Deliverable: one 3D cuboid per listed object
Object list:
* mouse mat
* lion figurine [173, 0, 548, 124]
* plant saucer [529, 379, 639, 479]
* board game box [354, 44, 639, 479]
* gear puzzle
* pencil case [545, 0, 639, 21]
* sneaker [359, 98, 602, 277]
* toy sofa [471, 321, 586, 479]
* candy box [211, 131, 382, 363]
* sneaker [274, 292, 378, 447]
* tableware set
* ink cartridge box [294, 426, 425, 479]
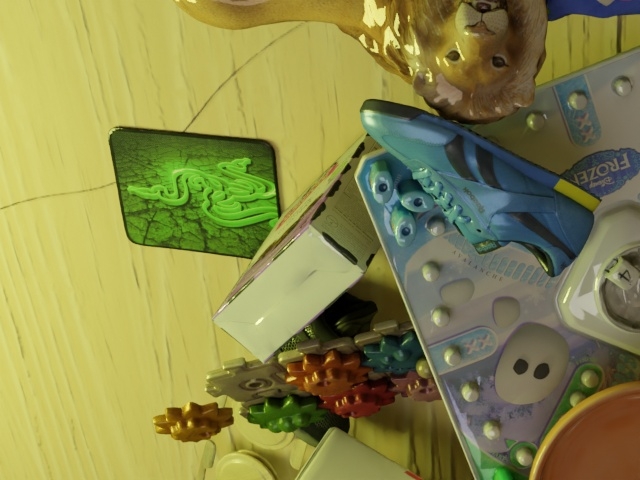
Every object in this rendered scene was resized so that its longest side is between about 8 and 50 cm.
[{"bbox_3d":[-0.133,-0.048,1.284,0.190,0.007,0.152,6,125,15],"label":"mouse mat"},{"bbox_3d":[-0.001,-0.227,0.971,0.392,0.142,0.240,9,98,26],"label":"lion figurine"},{"bbox_3d":[0.275,0.209,1.031,0.200,0.037,0.200,-1,107,-3],"label":"plant saucer"},{"bbox_3d":[0.277,0.041,1.028,0.390,0.050,0.390,-22,106,3],"label":"board game box"},{"bbox_3d":[-0.021,0.160,1.214,0.339,0.044,0.175,-16,150,17],"label":"gear puzzle"},{"bbox_3d":[0.306,-0.226,0.915,0.306,0.133,0.119,4,129,17],"label":"pencil case"},{"bbox_3d":[0.116,-0.039,0.929,0.209,0.069,0.082,26,92,-12],"label":"sneaker"},{"bbox_3d":[0.241,0.168,1.230,0.150,0.177,0.362,-8,123,-2],"label":"toy sofa"},{"bbox_3d":[0.000,0.000,1.146,0.070,0.196,0.165,41,128,-7],"label":"candy box"},{"bbox_3d":[0.009,0.136,1.310,0.130,0.087,0.227,-4,117,30],"label":"sneaker"},{"bbox_3d":[-0.072,0.249,1.453,0.128,0.039,0.194,26,124,16],"label":"tableware set"},{"bbox_3d":[0.061,0.364,1.367,0.207,0.117,0.283,28,147,15],"label":"ink cartridge box"}]
